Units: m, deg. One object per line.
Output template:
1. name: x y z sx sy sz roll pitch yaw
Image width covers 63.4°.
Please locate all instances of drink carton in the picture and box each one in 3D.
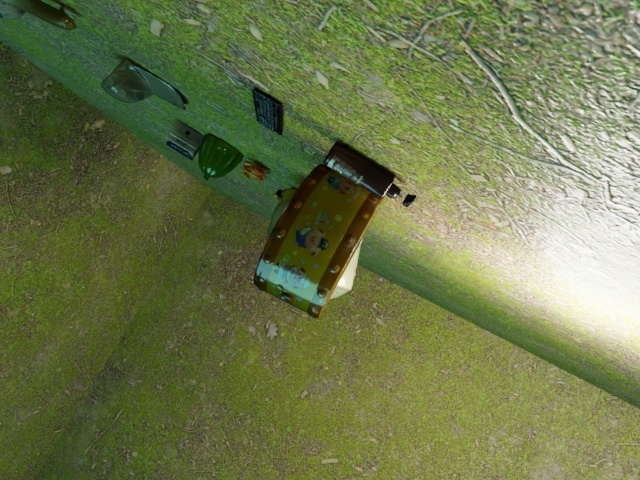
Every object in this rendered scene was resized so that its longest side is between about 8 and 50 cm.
1. drink carton: -0.593 -0.437 2.270 0.134 0.101 0.222 34 172 -13

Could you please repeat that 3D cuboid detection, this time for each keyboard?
1. keyboard: -0.131 -0.321 1.320 0.087 0.017 0.250 32 174 -2

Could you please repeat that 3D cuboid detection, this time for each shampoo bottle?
1. shampoo bottle: 0.123 -0.155 1.263 0.236 0.067 0.068 30 -176 -8

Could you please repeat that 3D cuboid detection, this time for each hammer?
1. hammer: -0.820 -0.661 1.434 0.306 0.113 0.202 25 177 3

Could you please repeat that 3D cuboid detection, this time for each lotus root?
1. lotus root: -0.433 -0.320 2.123 0.186 0.186 0.186 30 175 3

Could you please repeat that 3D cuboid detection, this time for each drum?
1. drum: 0.000 0.000 1.515 0.214 0.431 0.431 29 174 6

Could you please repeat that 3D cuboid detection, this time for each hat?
1. hat: -0.583 -0.478 1.709 0.245 0.149 0.214 41 174 -4

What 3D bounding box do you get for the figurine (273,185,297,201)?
1. figurine: -0.121 -0.163 2.233 0.156 0.131 0.246 70 168 -21

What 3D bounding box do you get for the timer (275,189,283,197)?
1. timer: -0.123 -0.173 2.463 0.144 0.055 0.187 25 169 25

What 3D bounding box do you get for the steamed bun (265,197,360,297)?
1. steamed bun: -0.054 0.026 1.921 0.290 0.371 0.456 20 165 -26

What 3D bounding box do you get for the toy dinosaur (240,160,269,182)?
1. toy dinosaur: -0.264 -0.282 2.124 0.117 0.070 0.288 20 179 -5

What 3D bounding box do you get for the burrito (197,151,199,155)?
1. burrito: -0.537 -0.409 2.420 0.203 0.064 0.064 31 175 10
